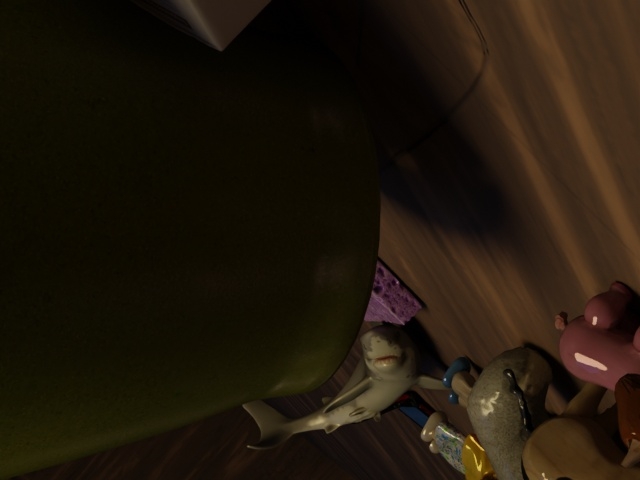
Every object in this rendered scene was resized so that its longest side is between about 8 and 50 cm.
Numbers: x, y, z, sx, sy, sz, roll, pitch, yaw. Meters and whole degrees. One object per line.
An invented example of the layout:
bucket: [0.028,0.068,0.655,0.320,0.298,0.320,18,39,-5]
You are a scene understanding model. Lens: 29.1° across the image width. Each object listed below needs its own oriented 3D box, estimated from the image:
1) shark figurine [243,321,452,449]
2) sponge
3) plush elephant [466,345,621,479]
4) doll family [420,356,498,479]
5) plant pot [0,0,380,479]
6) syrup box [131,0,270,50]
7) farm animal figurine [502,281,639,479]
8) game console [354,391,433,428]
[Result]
shark figurine: [0.035,0.139,1.330,0.166,0.116,0.278,9,147,-34]
sponge: [0.000,0.000,1.170,0.210,0.031,0.117,45,168,-11]
plush elephant: [0.224,0.286,0.916,0.255,0.272,0.330,-1,130,51]
doll family: [0.192,0.242,1.185,0.163,0.118,0.263,34,168,47]
plant pot: [-0.167,-0.016,0.746,0.353,0.366,0.366,1,-172,-26]
syrup box: [-0.087,-0.206,0.564,0.096,0.093,0.237,33,165,36]
farm animal figurine: [0.236,0.178,0.681,0.327,0.172,0.330,41,168,8]
game console: [0.099,0.241,1.590,0.144,0.124,0.085,141,108,-78]
